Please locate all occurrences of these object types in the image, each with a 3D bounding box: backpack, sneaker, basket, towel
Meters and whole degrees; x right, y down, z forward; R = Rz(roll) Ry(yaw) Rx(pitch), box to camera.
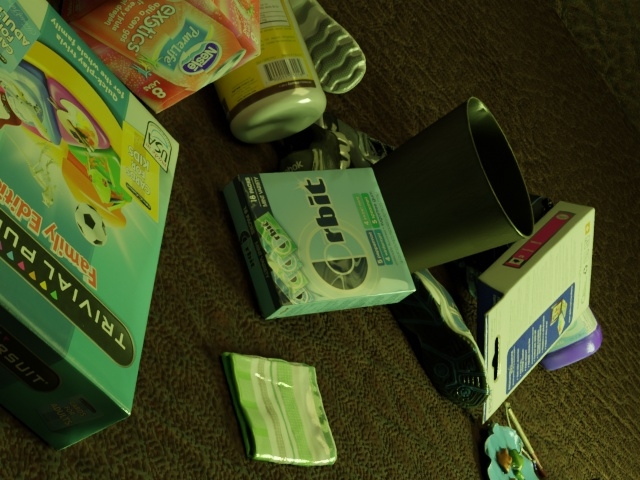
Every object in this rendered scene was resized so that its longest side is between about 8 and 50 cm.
[{"bbox_3d":[0.278,0.023,1.970,0.158,0.117,0.173,-29,124,-43],"label":"backpack"},{"bbox_3d":[-0.059,-0.305,1.692,0.281,0.105,0.115,55,-10,-10],"label":"sneaker"},{"bbox_3d":[0.125,-0.043,1.586,0.154,0.227,0.204,40,31,-44],"label":"basket"},{"bbox_3d":[0.103,-0.106,1.704,0.268,0.153,0.101,44,29,-39],"label":"sneaker"},{"bbox_3d":[-0.008,-0.055,1.521,0.106,0.078,0.234,32,37,-41],"label":"sneaker"},{"bbox_3d":[0.166,0.121,1.687,0.211,0.080,0.081,62,26,-6],"label":"sneaker"},{"bbox_3d":[-0.037,0.167,1.275,0.152,0.023,0.113,20,47,-58],"label":"towel"}]

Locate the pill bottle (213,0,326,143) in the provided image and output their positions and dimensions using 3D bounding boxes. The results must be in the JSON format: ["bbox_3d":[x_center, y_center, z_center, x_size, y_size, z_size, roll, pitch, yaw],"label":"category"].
[{"bbox_3d":[-0.080,-0.229,1.491,0.117,0.117,0.215,10,57,-63],"label":"pill bottle"}]

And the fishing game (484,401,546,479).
[{"bbox_3d":[0.277,0.331,1.753,0.189,0.041,0.264,60,22,-14],"label":"fishing game"}]

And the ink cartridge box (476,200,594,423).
[{"bbox_3d":[0.294,0.093,1.840,0.371,0.069,0.175,-38,134,-49],"label":"ink cartridge box"}]

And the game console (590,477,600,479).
[{"bbox_3d":[0.458,0.487,1.743,0.293,0.250,0.173,-48,136,-51],"label":"game console"}]

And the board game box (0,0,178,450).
[{"bbox_3d":[-0.234,-0.045,1.010,0.254,0.079,0.336,48,27,-32],"label":"board game box"}]

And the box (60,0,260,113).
[{"bbox_3d":[-0.162,-0.303,1.361,0.154,0.142,0.300,44,29,-39],"label":"box"}]

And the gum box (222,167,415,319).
[{"bbox_3d":[0.000,0.000,1.413,0.184,0.041,0.157,-5,68,-37],"label":"gum box"}]

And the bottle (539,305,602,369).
[{"bbox_3d":[0.350,0.068,2.090,0.282,0.118,0.092,61,23,-7],"label":"bottle"}]
